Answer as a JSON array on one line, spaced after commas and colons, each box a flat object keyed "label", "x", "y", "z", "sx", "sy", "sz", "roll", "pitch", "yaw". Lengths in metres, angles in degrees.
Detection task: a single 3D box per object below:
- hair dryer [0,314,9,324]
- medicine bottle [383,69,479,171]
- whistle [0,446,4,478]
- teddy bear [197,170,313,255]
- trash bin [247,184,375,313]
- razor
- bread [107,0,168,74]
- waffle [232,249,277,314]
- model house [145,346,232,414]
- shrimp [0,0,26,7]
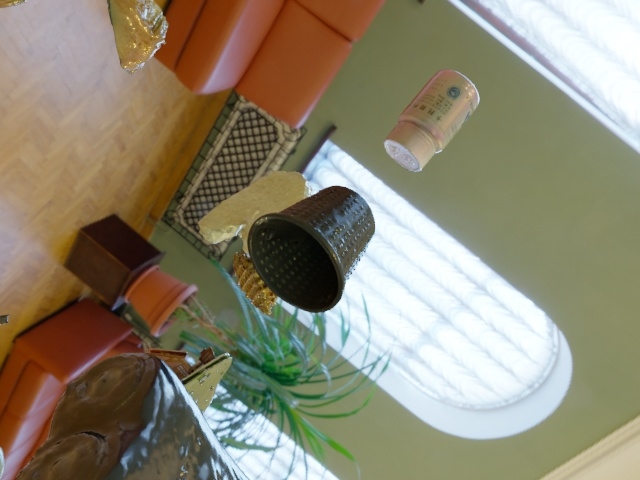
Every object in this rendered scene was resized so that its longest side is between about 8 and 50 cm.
[{"label": "hair dryer", "x": -0.717, "y": 0.202, "z": 0.864, "sx": 0.340, "sy": 0.312, "sz": 0.123, "roll": -14, "pitch": 120, "yaw": -58}, {"label": "medicine bottle", "x": 0.296, "y": -0.320, "z": 1.291, "sx": 0.254, "sy": 0.152, "sz": 0.152, "roll": -51, "pitch": 179, "yaw": -9}, {"label": "whistle", "x": -0.671, "y": 0.454, "z": 0.924, "sx": 0.101, "sy": 0.253, "sz": 0.106, "roll": -7, "pitch": 173, "yaw": -13}, {"label": "teddy bear", "x": -0.099, "y": 0.016, "z": 1.285, "sx": 0.375, "sy": 0.327, "sz": 0.362, "roll": -53, "pitch": 149, "yaw": -41}, {"label": "trash bin", "x": 0.000, "y": 0.000, "z": 0.752, "sx": 0.161, "sy": 0.175, "sz": 0.175, "roll": -43, "pitch": 173, "yaw": -43}, {"label": "razor", "x": -0.128, "y": 0.281, "z": 0.455, "sx": 0.113, "sy": 0.349, "sz": 0.204, "roll": -23, "pitch": -155, "yaw": 11}, {"label": "bread", "x": -0.528, "y": -0.627, "z": 1.437, "sx": 0.174, "sy": 0.132, "sz": 0.252, "roll": -88, "pitch": -176, "yaw": -45}, {"label": "waffle", "x": -0.199, "y": 0.120, "z": 1.467, "sx": 0.070, "sy": 0.197, "sz": 0.193, "roll": -28, "pitch": -156, "yaw": -26}, {"label": "model house", "x": -0.363, "y": 0.355, "z": 1.152, "sx": 0.207, "sy": 0.154, "sz": 0.294, "roll": -27, "pitch": 150, "yaw": -56}, {"label": "shrimp", "x": -0.510, "y": -0.419, "z": 0.679, "sx": 0.115, "sy": 0.217, "sz": 0.051, "roll": -50, "pitch": -172, "yaw": -23}]
